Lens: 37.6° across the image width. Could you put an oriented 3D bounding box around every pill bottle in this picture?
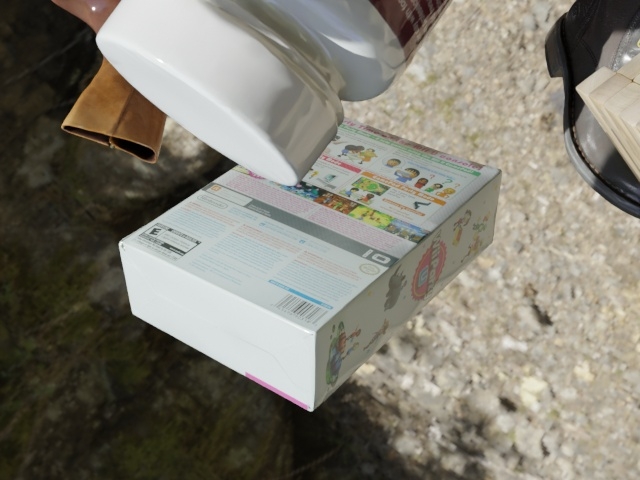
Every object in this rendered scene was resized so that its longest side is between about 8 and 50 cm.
[{"bbox_3d":[0.015,-0.254,0.738,0.224,0.392,0.224,33,172,5],"label":"pill bottle"}]

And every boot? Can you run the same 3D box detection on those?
[{"bbox_3d":[-0.338,-0.271,1.452,0.264,0.280,0.096,25,149,-15],"label":"boot"},{"bbox_3d":[0.276,-0.170,0.744,0.229,0.091,0.262,118,144,-52],"label":"boot"}]

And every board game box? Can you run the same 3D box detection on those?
[{"bbox_3d":[0.000,0.000,0.895,0.224,0.303,0.097,24,134,30],"label":"board game box"}]

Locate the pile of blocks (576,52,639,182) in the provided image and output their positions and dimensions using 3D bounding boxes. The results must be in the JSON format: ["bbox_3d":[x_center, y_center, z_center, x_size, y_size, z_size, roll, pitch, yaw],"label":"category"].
[{"bbox_3d":[0.299,0.023,0.511,0.362,0.113,0.149,52,-171,1],"label":"pile of blocks"}]
